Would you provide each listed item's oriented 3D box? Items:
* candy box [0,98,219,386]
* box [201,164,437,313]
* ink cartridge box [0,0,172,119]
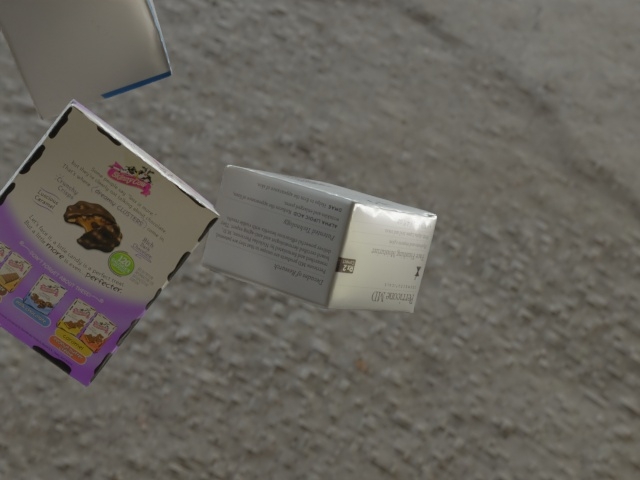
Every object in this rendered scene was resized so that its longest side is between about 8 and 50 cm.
[{"bbox_3d":[-0.214,0.001,1.326,0.165,0.196,0.070,38,2,-12],"label":"candy box"},{"bbox_3d":[0.000,0.000,1.642,0.182,0.119,0.181,18,6,34],"label":"box"},{"bbox_3d":[-0.294,-0.287,1.807,0.171,0.168,0.232,-20,31,-1],"label":"ink cartridge box"}]
